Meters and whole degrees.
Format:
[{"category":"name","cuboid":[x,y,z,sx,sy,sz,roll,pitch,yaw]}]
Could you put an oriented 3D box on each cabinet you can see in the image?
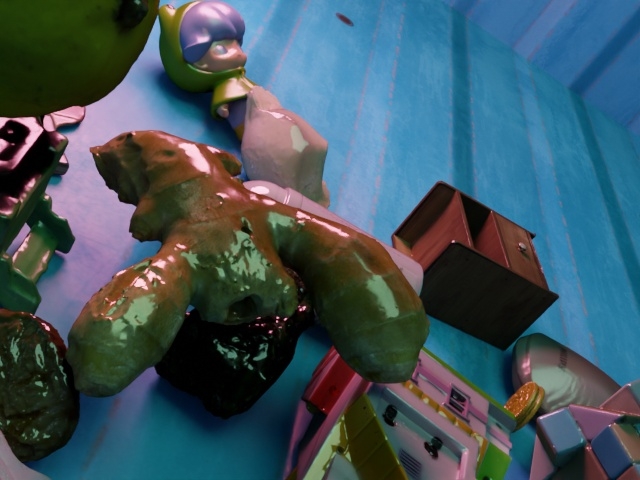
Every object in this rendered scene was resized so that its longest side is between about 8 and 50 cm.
[{"category":"cabinet","cuboid":[0.252,0.038,1.396,0.215,0.148,0.175,27,32,-19]}]

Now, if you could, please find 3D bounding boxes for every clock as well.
[{"category":"clock","cuboid":[0.073,0.249,0.915,0.235,0.166,0.309,37,23,-1]}]

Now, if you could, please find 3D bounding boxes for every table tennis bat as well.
[{"category":"table tennis bat","cuboid":[-0.387,-0.186,1.160,0.154,0.021,0.274,9,39,-39]}]

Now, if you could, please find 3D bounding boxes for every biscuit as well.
[{"category":"biscuit","cuboid":[0.289,0.240,1.224,0.023,0.084,0.084,38,30,0]}]

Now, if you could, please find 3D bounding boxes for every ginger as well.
[{"category":"ginger","cuboid":[-0.083,-0.001,0.894,0.363,0.122,0.348,-5,52,-14]}]

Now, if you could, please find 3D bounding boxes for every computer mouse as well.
[{"category":"computer mouse","cuboid":[0.439,0.266,1.344,0.331,0.095,0.197,34,35,-6]}]

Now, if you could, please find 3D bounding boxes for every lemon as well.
[{"category":"lemon","cuboid":[-0.291,-0.252,0.767,0.297,0.297,0.297,26,32,-18]}]

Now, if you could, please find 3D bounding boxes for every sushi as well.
[{"category":"sushi","cuboid":[-0.086,0.104,0.974,0.127,0.124,0.225,34,35,1]}]

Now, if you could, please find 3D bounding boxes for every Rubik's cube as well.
[{"category":"Rubik's cube","cuboid":[0.414,0.304,1.142,0.265,0.224,0.213,9,40,-31]}]

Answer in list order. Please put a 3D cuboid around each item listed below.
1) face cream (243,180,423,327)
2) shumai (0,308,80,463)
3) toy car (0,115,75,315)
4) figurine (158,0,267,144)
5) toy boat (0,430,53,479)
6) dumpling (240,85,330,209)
[{"category":"face cream","cuboid":[-0.052,0.002,1.129,0.369,0.145,0.145,31,31,-13]},{"category":"shumai","cuboid":[-0.279,0.141,0.785,0.123,0.105,0.139,-35,57,-13]},{"category":"toy car","cuboid":[-0.414,-0.089,0.862,0.358,0.176,0.213,25,31,-14]},{"category":"figurine","cuboid":[-0.171,-0.283,1.415,0.162,0.143,0.263,-26,84,-51]},{"category":"toy boat","cuboid":[-0.352,0.168,0.639,0.290,0.100,0.199,32,31,-8]},{"category":"dumpling","cuboid":[-0.044,-0.132,1.350,0.216,0.126,0.166,40,17,22]}]
